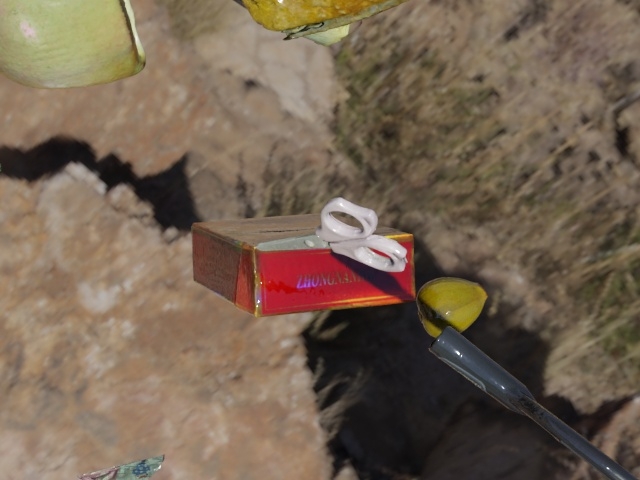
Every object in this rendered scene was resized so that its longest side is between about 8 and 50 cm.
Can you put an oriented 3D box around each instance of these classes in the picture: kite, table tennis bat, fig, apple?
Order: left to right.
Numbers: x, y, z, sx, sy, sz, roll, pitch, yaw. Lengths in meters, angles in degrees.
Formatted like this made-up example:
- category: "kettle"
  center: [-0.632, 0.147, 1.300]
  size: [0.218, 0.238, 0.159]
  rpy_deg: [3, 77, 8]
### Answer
- category: "apple"
  center: [-0.302, -0.270, 1.446]
  size: [0.193, 0.120, 0.265]
  rpy_deg: [-19, 112, -10]
- category: "kite"
  center: [-0.212, 0.289, 1.505]
  size: [0.139, 0.156, 0.011]
  rpy_deg: [-55, 145, -28]
- category: "fig"
  center: [0.160, 0.078, 1.658]
  size: [0.088, 0.074, 0.074]
  rpy_deg: [-22, 76, 2]
- category: "table tennis bat"
  center: [0.189, 0.149, 1.120]
  size: [0.236, 0.150, 0.027]
  rpy_deg: [37, 90, 1]

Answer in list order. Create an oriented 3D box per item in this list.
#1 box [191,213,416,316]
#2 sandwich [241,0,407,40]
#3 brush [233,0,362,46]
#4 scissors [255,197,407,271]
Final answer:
- category: "box"
  center: [-0.029, 0.026, 1.683]
  size: [0.197, 0.313, 0.089]
  rpy_deg: [-4, 96, -17]
- category: "sandwich"
  center: [0.082, -0.213, 0.855]
  size: [0.087, 0.226, 0.251]
  rpy_deg: [61, 29, -10]
- category: "brush"
  center: [-0.105, -0.257, 1.217]
  size: [0.312, 0.072, 0.067]
  rpy_deg: [26, 43, -5]
- category: "scissors"
  center: [0.000, 0.000, 1.282]
  size: [0.100, 0.189, 0.015]
  rpy_deg: [46, 60, -28]
